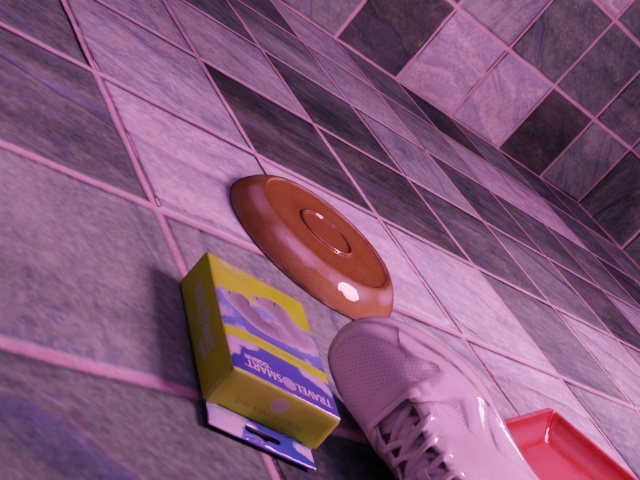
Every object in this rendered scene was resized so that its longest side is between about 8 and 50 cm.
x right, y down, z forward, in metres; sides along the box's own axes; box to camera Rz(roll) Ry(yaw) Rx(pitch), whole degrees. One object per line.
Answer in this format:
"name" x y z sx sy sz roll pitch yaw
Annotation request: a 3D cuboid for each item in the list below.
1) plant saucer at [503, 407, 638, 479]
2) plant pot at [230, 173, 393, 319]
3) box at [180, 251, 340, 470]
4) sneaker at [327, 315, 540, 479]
"plant saucer" 0.282 0.278 0.957 0.259 0.048 0.258 42 16 26
"plant pot" 0.000 0.000 1.095 0.236 0.032 0.236 38 18 -15
"box" -0.050 0.091 0.762 0.109 0.042 0.178 31 20 -29
"sneaker" 0.093 0.178 0.747 0.292 0.108 0.169 48 16 15
